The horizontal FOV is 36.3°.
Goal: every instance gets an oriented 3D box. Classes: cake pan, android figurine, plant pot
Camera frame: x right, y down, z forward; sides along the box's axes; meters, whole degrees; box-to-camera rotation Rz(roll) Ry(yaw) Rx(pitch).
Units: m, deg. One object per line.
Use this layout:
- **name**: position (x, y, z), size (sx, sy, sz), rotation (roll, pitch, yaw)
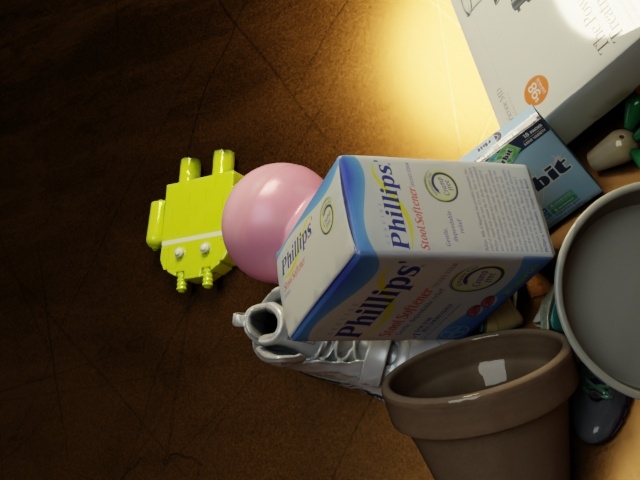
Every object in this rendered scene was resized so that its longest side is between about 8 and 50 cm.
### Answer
- **cake pan**: position (0.446, 0.068, 1.271), size (0.293, 0.054, 0.293), rotation (0, 79, 0)
- **android figurine**: position (-0.225, -0.035, 1.841), size (0.248, 0.056, 0.273), rotation (-8, 68, 32)
- **plant pot**: position (0.234, 0.267, 1.311), size (0.263, 0.263, 0.229), rotation (-10, 101, 31)

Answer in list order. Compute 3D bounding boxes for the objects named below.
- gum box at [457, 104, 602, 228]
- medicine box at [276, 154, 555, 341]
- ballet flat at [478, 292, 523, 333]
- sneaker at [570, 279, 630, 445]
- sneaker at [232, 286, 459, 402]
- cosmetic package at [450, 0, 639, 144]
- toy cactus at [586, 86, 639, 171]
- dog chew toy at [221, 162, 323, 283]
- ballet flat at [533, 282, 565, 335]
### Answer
- **gum box**: position (0.297, -0.087, 1.422), size (0.157, 0.184, 0.041), rotation (-38, 38, 18)
- **medicine box**: position (0.118, 0.020, 1.334), size (0.263, 0.289, 0.149), rotation (124, 140, -54)
- **ballet flat**: position (0.258, 0.034, 1.491), size (0.073, 0.080, 0.232), rotation (-10, 69, 1)
- **sneaker**: position (0.381, 0.165, 1.332), size (0.083, 0.098, 0.224), rotation (10, 80, 36)
- **sneaker**: position (0.040, 0.163, 1.494), size (0.365, 0.210, 0.137), rotation (8, 79, 36)
- **cosmetic package**: position (0.352, -0.352, 1.465), size (0.284, 0.097, 0.377), rotation (-45, 46, 39)
- **toy cactus**: position (0.469, -0.155, 1.399), size (0.180, 0.112, 0.219), rotation (-32, 59, 43)
- **dog chew toy**: position (0.000, 0.000, 1.596), size (0.331, 0.206, 0.207), rotation (23, 88, 29)
- **ballet flat**: position (0.327, 0.135, 1.408), size (0.052, 0.057, 0.168), rotation (-4, 72, 43)
